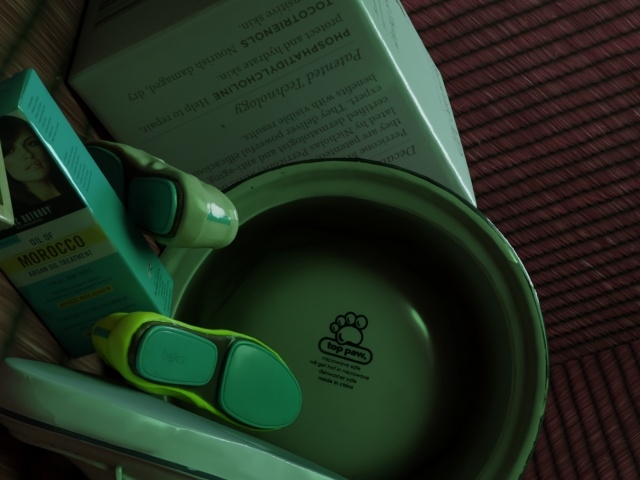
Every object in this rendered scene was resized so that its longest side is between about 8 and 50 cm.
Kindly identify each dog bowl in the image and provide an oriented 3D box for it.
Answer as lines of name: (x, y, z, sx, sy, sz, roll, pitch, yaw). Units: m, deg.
dog bowl: (0.013, 0.128, 1.074, 0.150, 0.408, 0.408, 135, -64, -84)

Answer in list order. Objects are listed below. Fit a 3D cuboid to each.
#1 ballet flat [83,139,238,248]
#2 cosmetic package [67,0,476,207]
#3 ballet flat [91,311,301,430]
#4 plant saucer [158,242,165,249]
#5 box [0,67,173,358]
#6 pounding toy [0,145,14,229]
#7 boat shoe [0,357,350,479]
ballet flat: (-0.155, -0.041, 0.989, 0.248, 0.086, 0.086, 25, -32, 52)
cosmetic package: (-0.050, -0.202, 1.323, 0.394, 0.327, 0.329, 55, 19, -36)
ballet flat: (-0.107, 0.109, 0.921, 0.231, 0.077, 0.077, 31, 72, -50)
plant saucer: (-0.166, 0.021, 1.281, 0.067, 0.018, 0.192, -88, 155, -60)
box: (-0.221, -0.014, 0.880, 0.060, 0.100, 0.244, -95, 161, -52)
pounding toy: (-0.278, -0.043, 0.679, 0.181, 0.094, 0.206, 41, 31, -67)
boat shoe: (-0.123, 0.219, 0.863, 0.367, 0.136, 0.156, 30, 81, -37)
